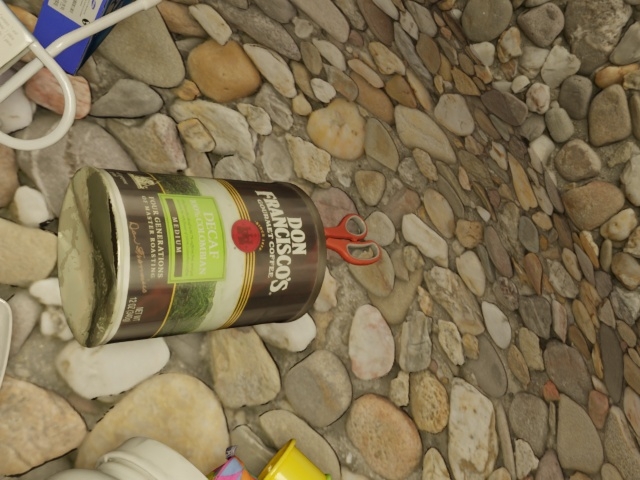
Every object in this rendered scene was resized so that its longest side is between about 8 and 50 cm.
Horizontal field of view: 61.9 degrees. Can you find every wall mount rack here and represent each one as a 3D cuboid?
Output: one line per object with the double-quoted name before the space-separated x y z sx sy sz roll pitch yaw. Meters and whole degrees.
"wall mount rack" -0.373 -0.286 0.606 0.350 0.304 0.130 51 -1 -17

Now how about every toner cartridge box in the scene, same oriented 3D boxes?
"toner cartridge box" -0.320 -0.427 0.841 0.075 0.165 0.348 33 47 -23

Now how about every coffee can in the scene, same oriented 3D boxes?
"coffee can" -0.159 0.018 0.676 0.275 0.201 0.202 -1 65 -42

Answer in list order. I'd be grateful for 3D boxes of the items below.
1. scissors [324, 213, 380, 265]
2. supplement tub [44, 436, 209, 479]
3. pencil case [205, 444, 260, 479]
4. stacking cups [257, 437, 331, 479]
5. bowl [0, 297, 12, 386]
"scissors" 0.000 0.000 0.962 0.297 0.021 0.109 -2 68 -44
"supplement tub" -0.218 0.329 0.403 0.228 0.228 0.316 55 43 1
"pencil case" -0.055 0.342 0.579 0.236 0.104 0.104 45 42 6
"stacking cups" 0.056 0.383 0.654 0.316 0.096 0.096 39 42 6
"bowl" -0.387 0.115 0.518 0.142 0.053 0.142 17 54 -33
